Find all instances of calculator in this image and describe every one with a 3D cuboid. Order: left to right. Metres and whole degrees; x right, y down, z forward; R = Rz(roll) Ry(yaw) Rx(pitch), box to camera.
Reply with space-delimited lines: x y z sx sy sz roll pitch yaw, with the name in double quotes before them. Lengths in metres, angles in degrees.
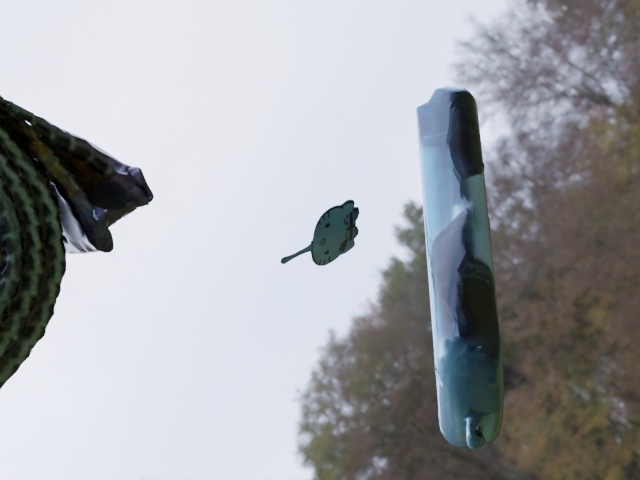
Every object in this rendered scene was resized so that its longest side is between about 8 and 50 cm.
"calculator" 0.106 0.020 0.908 0.173 0.051 0.293 78 -171 -58

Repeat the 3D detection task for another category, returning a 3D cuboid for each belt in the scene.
"belt" -0.260 -0.006 0.617 0.295 0.160 0.207 25 -103 -25

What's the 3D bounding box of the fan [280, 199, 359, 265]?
"fan" 0.000 0.000 0.953 0.083 0.004 0.056 -26 -46 -33
